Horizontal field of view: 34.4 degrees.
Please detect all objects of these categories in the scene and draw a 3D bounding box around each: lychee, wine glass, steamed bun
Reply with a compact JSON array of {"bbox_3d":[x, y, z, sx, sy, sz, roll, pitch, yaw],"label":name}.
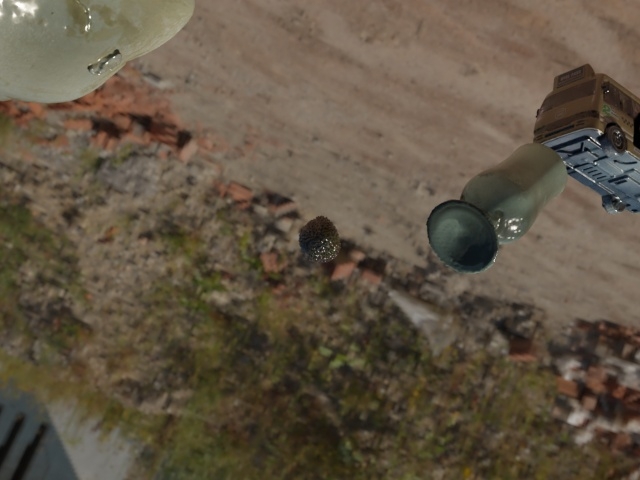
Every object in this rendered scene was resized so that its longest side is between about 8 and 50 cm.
[{"bbox_3d":[0.000,0.000,1.545,0.067,0.068,0.083,38,-176,4],"label":"lychee"},{"bbox_3d":[0.239,-0.049,1.359,0.103,0.231,0.103,18,123,29],"label":"wine glass"},{"bbox_3d":[-0.361,-0.300,1.242,0.247,0.236,0.383,44,-159,27],"label":"steamed bun"}]

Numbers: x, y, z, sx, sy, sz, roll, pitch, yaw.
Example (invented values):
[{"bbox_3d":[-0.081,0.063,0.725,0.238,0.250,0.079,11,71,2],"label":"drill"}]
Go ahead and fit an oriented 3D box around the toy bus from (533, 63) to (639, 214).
[{"bbox_3d":[0.481,-0.157,1.682,0.290,0.157,0.139,25,152,-32],"label":"toy bus"}]
